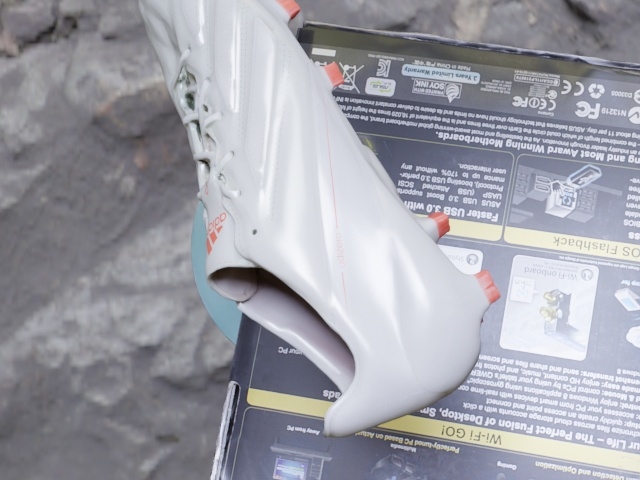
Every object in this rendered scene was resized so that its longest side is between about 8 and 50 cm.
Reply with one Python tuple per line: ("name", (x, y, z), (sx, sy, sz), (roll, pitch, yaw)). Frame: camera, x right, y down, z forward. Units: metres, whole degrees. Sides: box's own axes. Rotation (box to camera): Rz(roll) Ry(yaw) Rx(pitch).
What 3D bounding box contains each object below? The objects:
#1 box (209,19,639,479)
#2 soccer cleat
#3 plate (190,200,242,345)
("box", (0.155, 0.073, 0.729), (0.395, 0.318, 0.097), (8, 168, 10))
("soccer cleat", (-0.019, -0.023, 0.509), (0.076, 0.196, 0.068), (-31, 160, -16))
("plate", (0.000, 0.000, 1.013), (0.188, 0.188, 0.024), (-22, 169, 6))
